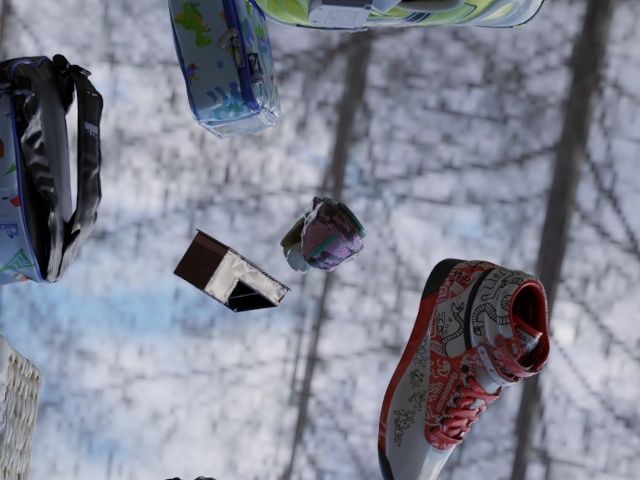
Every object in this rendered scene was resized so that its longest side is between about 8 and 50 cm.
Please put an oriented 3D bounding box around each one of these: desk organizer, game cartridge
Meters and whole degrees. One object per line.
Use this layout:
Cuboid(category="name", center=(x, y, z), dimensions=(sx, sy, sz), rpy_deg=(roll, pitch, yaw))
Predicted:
Cuboid(category="desk organizer", center=(-0.088, 0.040, 1.951), dimensions=(0.047, 0.050, 0.130), rpy_deg=(29, 175, 34))
Cuboid(category="game cartridge", center=(0.017, -0.215, 1.834), dimensions=(0.056, 0.017, 0.083), rpy_deg=(0, 173, -7))

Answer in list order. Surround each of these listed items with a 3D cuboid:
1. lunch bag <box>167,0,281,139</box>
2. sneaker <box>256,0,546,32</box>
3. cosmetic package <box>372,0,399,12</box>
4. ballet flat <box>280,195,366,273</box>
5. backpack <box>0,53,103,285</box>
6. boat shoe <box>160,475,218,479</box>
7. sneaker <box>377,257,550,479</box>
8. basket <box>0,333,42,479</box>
Cuboid(category="lunch bag", center=(-0.105, -0.209, 2.164), dimensions=(0.090, 0.176, 0.219), rpy_deg=(-13, 174, 6))
Cuboid(category="sneaker", center=(0.066, -0.313, 2.248), dimensions=(0.385, 0.145, 0.147), rpy_deg=(1, -179, 32))
Cuboid(category="cosmetic package", center=(-0.033, -0.428, 1.747), dimensions=(0.453, 0.230, 0.161), rpy_deg=(34, -131, -23))
Cuboid(category="ballet flat", center=(0.000, 0.000, 1.932), dimensions=(0.079, 0.077, 0.221), rpy_deg=(-36, -178, 0))
Cuboid(category="backpack", center=(-0.374, -0.073, 2.272), dimensions=(0.213, 0.263, 0.276), rpy_deg=(-10, -175, 12))
Cuboid(category="boat shoe", center=(-0.186, 0.338, 2.494), dimensions=(0.076, 0.080, 0.228), rpy_deg=(55, -158, -5))
Cuboid(category="sneaker", center=(0.157, 0.152, 2.097), dimensions=(0.145, 0.270, 0.090), rpy_deg=(7, 168, 46))
Cuboid(category="basket", center=(-0.546, 0.277, 2.528), dimensions=(0.331, 0.328, 0.266), rpy_deg=(4, 170, 9))
